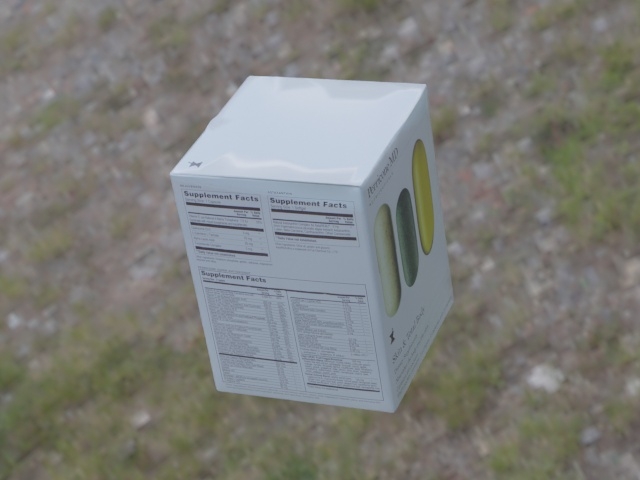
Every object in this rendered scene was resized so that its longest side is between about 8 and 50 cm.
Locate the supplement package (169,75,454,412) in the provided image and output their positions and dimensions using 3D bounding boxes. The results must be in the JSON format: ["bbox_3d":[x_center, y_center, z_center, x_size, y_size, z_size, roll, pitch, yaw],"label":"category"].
[{"bbox_3d":[0.000,0.000,1.768,0.198,0.262,0.199,5,35,22],"label":"supplement package"}]
